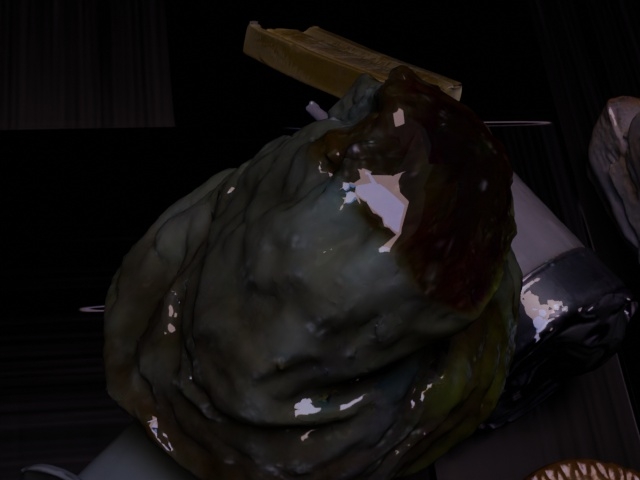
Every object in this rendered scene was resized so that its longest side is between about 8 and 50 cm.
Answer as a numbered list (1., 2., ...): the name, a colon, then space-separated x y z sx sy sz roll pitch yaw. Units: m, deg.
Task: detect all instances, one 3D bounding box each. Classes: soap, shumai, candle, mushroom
1. soap: 0.024 -0.165 1.145 0.092 0.037 0.252 -4 23 -32
2. shumai: 0.000 0.000 0.805 0.304 0.263 0.309 17 54 6
3. candle: 0.108 0.002 1.056 0.187 0.187 0.330 -30 66 -24
4. mushroom: 0.377 -0.056 1.140 0.162 0.173 0.236 -10 60 -17

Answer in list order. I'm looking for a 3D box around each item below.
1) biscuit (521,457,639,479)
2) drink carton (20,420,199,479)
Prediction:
1. biscuit: 0.231 0.273 0.998 0.187 0.027 0.188 5 58 -7
2. drink carton: -0.100 0.191 0.912 0.191 0.185 0.189 34 57 15
